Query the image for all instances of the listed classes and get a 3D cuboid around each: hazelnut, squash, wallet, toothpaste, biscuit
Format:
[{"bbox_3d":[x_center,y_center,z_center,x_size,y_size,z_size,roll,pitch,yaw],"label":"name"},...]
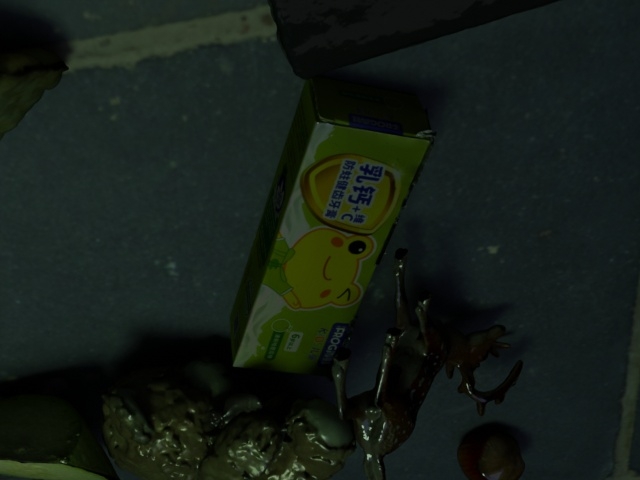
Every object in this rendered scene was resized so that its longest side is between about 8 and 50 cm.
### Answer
[{"bbox_3d":[0.211,0.274,1.271,0.086,0.086,0.086,-5,132,-5],"label":"hazelnut"},{"bbox_3d":[-0.299,0.212,1.094,0.192,0.085,0.184,0,161,17],"label":"squash"},{"bbox_3d":[0.093,-0.226,0.835,0.285,0.030,0.146,-17,135,5],"label":"wallet"},{"bbox_3d":[0.000,0.000,0.988,0.110,0.077,0.327,9,129,-14],"label":"toothpaste"},{"bbox_3d":[-0.335,-0.061,0.831,0.273,0.187,0.036,-40,88,22],"label":"biscuit"}]

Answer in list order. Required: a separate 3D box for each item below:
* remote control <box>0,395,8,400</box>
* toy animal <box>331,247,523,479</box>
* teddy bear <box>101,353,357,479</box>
[{"bbox_3d":[-0.426,0.281,1.193,0.090,0.038,0.309,17,126,-23],"label":"remote control"},{"bbox_3d":[0.102,0.132,1.049,0.243,0.087,0.260,-45,140,-24],"label":"toy animal"},{"bbox_3d":[-0.108,0.208,1.083,0.256,0.156,0.267,26,166,0],"label":"teddy bear"}]
